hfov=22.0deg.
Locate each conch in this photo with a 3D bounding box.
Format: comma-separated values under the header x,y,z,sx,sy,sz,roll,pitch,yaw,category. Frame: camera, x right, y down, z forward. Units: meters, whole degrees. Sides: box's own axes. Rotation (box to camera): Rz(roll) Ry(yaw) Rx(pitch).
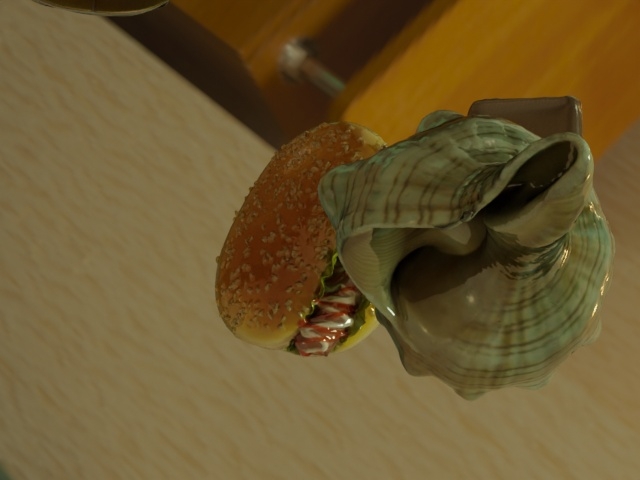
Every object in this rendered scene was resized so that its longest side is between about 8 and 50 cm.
x,y,z,sx,sy,sz,roll,pitch,yaw,category
0.099,-0.014,1.052,0.203,0.170,0.386,4,149,-1,conch

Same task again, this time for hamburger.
x,y,z,sx,sy,sz,roll,pitch,yaw,category
0.000,0.000,1.393,0.116,0.173,0.210,35,76,-54,hamburger

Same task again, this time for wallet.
x,y,z,sx,sy,sz,roll,pitch,yaw,category
0.199,-0.065,1.607,0.039,0.118,0.153,-4,91,-80,wallet

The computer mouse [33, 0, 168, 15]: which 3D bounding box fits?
x,y,z,sx,sy,sz,roll,pitch,yaw,category
-0.159,-0.319,1.236,0.158,0.310,0.072,5,164,-7,computer mouse
